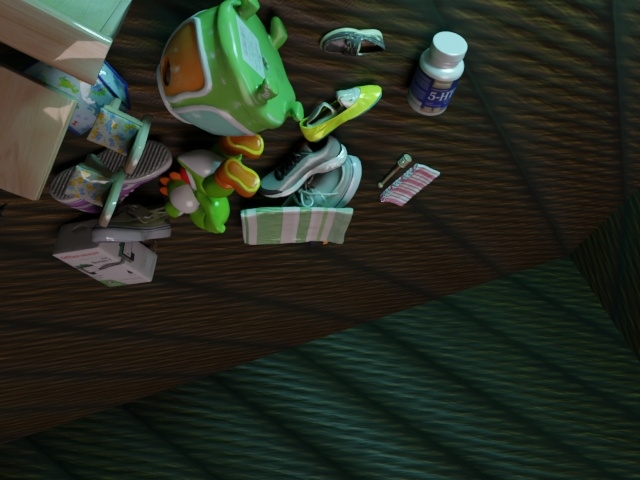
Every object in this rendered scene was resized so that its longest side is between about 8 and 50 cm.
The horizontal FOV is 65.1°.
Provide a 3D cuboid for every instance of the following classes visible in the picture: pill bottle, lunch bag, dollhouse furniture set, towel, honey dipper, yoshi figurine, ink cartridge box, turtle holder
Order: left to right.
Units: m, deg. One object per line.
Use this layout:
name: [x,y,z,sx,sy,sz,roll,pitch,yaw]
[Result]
dollhouse furniture set: [-0.452,-0.214,0.775,0.362,0.256,0.394,24,120,-25]
lunch bag: [-0.455,-0.291,0.934,0.128,0.096,0.151,-26,151,8]
ink cartridge box: [-0.586,0.038,1.375,0.160,0.093,0.219,-9,150,20]
yoshi figurine: [-0.259,-0.129,1.273,0.362,0.203,0.203,-23,-173,46]
turtle holder: [-0.172,-0.324,0.991,0.227,0.243,0.320,-14,-163,17]
towel: [-0.078,-0.041,1.538,0.324,0.038,0.248,1,159,-5]
honey dipper: [0.241,-0.227,1.670,0.030,0.030,0.160,-1,151,-37]
towel: [0.319,-0.193,1.787,0.144,0.029,0.197,7,142,-45]
pill bottle: [0.294,-0.417,1.258,0.112,0.112,0.187,-14,152,-15]

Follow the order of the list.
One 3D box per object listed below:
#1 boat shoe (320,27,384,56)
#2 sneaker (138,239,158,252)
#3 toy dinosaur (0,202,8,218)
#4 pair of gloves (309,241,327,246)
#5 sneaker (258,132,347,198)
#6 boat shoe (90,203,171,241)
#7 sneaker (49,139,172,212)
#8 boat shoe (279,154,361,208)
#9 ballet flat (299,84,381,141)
boat shoe: [0.075,-0.438,1.118,0.152,0.049,0.056,-14,153,-16]
sneaker: [-0.516,-0.006,1.479,0.071,0.066,0.188,-25,164,-34]
toy dinosaur: [-0.735,-0.114,1.095,0.268,0.064,0.118,-36,136,28]
pair of gloves: [0.000,0.000,1.924,0.083,0.010,0.074,-11,152,-20]
sneaker: [-0.063,-0.215,1.398,0.271,0.100,0.108,-30,139,7]
boat shoe: [-0.478,-0.046,1.273,0.109,0.094,0.302,-2,-176,9]
sneaker: [-0.477,-0.147,1.208,0.282,0.102,0.161,-18,164,-1]
boat shoe: [-0.036,-0.142,1.520,0.156,0.136,0.367,5,153,-37]
ballet flat: [0.044,-0.334,1.273,0.231,0.077,0.077,-30,136,20]
